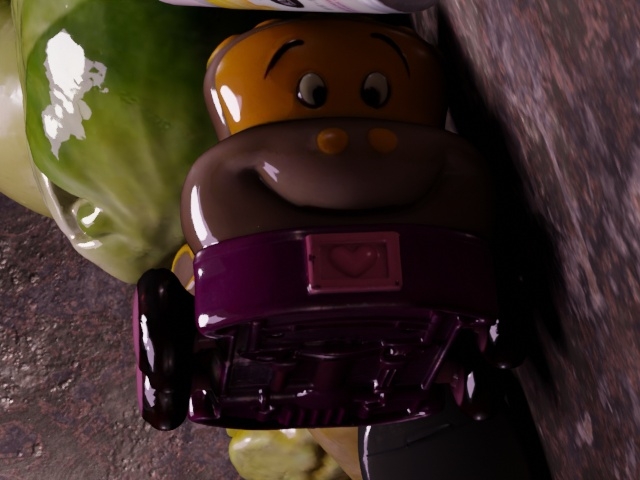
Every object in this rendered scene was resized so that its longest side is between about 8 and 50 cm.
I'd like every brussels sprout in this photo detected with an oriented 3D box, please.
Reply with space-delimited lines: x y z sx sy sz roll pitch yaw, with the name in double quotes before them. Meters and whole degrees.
"brussels sprout" -0.101 -0.145 1.512 0.355 0.289 0.281 -63 38 22

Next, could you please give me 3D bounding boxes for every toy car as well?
"toy car" 0.000 0.000 1.353 0.341 0.271 0.240 108 159 -68

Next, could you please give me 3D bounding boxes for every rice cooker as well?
"rice cooker" 0.105 0.186 1.576 0.118 0.142 0.203 -100 -9 -66

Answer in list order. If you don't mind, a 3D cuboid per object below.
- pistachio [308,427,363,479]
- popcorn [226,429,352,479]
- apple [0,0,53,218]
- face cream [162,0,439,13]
"pistachio" 0.068 0.127 1.694 0.212 0.163 0.260 -16 116 50
"popcorn" -0.003 0.085 1.948 0.293 0.292 0.334 11 -139 -40
"apple" -0.258 -0.231 2.307 0.473 0.473 0.474 160 90 -86
"face cream" -0.033 -0.187 1.231 0.107 0.073 0.269 38 164 -37
